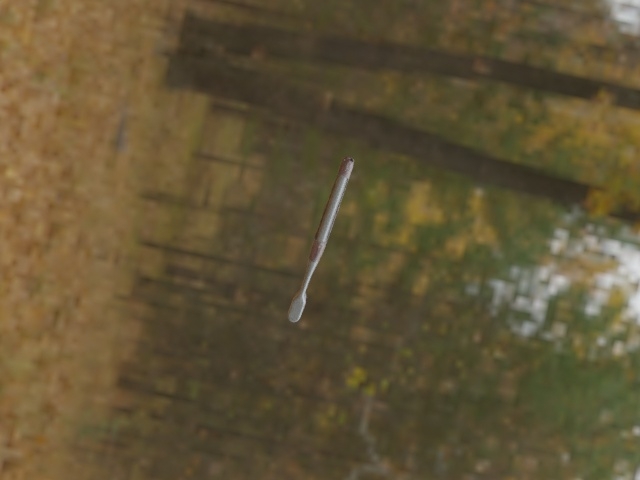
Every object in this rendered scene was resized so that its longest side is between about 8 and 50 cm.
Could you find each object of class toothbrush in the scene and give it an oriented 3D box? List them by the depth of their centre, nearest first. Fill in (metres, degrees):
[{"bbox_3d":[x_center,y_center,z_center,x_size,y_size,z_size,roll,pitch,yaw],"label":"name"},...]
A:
[{"bbox_3d":[0.000,0.000,0.853,0.008,0.006,0.097,-75,-177,-53],"label":"toothbrush"}]
